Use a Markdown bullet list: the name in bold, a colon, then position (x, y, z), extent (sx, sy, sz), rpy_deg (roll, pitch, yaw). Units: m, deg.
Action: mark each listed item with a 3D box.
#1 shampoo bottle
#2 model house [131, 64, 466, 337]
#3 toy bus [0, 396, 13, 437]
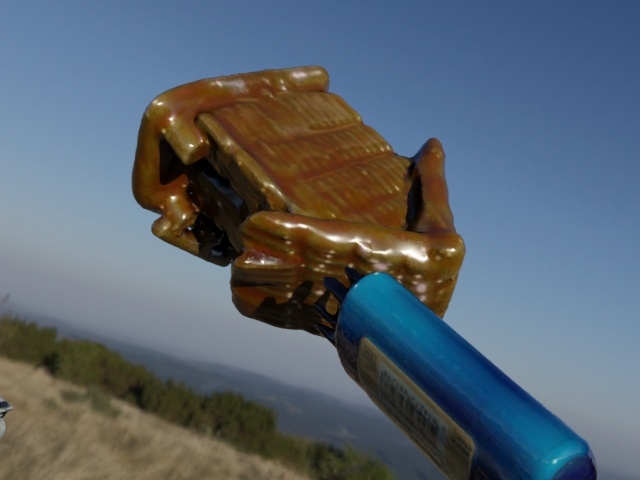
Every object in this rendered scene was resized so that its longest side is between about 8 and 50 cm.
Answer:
- **shampoo bottle**: position (0.060, 0.078, 0.467), extent (0.183, 0.050, 0.087), rpy_deg (41, -26, 42)
- **model house**: position (-0.001, -0.001, 0.663), extent (0.229, 0.220, 0.199), rpy_deg (46, -40, 25)
- **toy bus**: position (-0.273, 0.144, 0.640), extent (0.058, 0.102, 0.052), rpy_deg (40, 11, 20)
